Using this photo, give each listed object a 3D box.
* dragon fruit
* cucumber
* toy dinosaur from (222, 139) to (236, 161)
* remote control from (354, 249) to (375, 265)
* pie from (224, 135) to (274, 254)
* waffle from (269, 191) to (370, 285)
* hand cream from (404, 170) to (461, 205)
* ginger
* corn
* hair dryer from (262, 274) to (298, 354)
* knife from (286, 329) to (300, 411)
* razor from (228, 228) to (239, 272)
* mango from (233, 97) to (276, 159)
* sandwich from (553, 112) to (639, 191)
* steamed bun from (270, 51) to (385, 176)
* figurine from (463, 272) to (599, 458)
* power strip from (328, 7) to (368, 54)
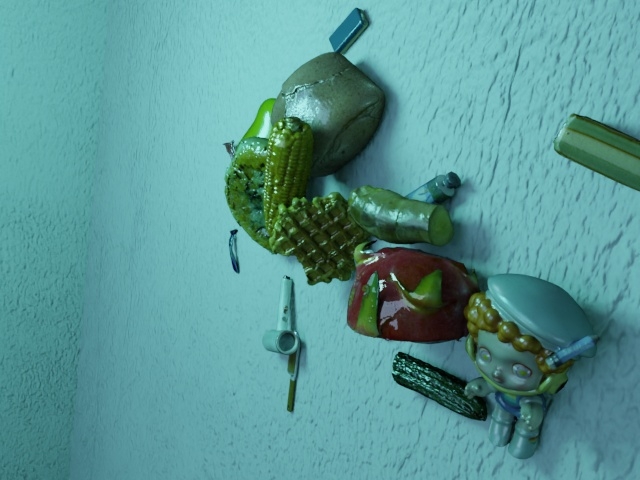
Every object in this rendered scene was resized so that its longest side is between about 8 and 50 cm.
[{"bbox_3d":[0.199,0.102,1.166,0.291,0.291,0.189,12,99,48],"label":"dragon fruit"},{"bbox_3d":[0.265,0.327,1.243,0.265,0.077,0.077,15,102,45],"label":"cucumber"},{"bbox_3d":[-0.269,-0.282,1.859,0.220,0.032,0.108,35,112,32],"label":"toy dinosaur"},{"bbox_3d":[0.134,0.139,1.386,0.073,0.044,0.228,-17,88,45],"label":"remote control"},{"bbox_3d":[-0.147,-0.116,1.581,0.297,0.078,0.371,-20,104,40],"label":"pie"},{"bbox_3d":[0.000,-0.001,1.408,0.051,0.291,0.291,-97,30,-58],"label":"waffle"},{"bbox_3d":[0.230,-0.082,1.297,0.256,0.055,0.088,-37,71,49],"label":"hand cream"},{"bbox_3d":[0.173,-0.051,1.253,0.263,0.109,0.116,18,73,41],"label":"ginger"},{"bbox_3d":[-0.087,-0.147,1.395,0.120,0.121,0.363,44,139,38],"label":"corn"},{"bbox_3d":[-0.122,0.223,1.667,0.131,0.073,0.236,-12,74,62],"label":"hair dryer"},{"bbox_3d":[-0.090,0.399,1.672,0.046,0.022,0.255,17,103,53],"label":"knife"},{"bbox_3d":[-0.303,0.038,1.901,0.044,0.028,0.154,-14,80,47],"label":"razor"},{"bbox_3d":[-0.164,-0.282,1.657,0.175,0.143,0.293,33,114,21],"label":"mango"},{"bbox_3d":[0.500,-0.146,0.939,0.163,0.114,0.079,45,122,38],"label":"sandwich"},{"bbox_3d":[-0.002,-0.328,1.433,0.301,0.199,0.251,-52,55,35],"label":"steamed bun"},{"bbox_3d":[0.377,0.232,1.054,0.225,0.205,0.381,40,139,37],"label":"figurine"},{"bbox_3d":[0.076,-0.561,1.468,0.123,0.032,0.056,-38,63,41],"label":"power strip"}]
